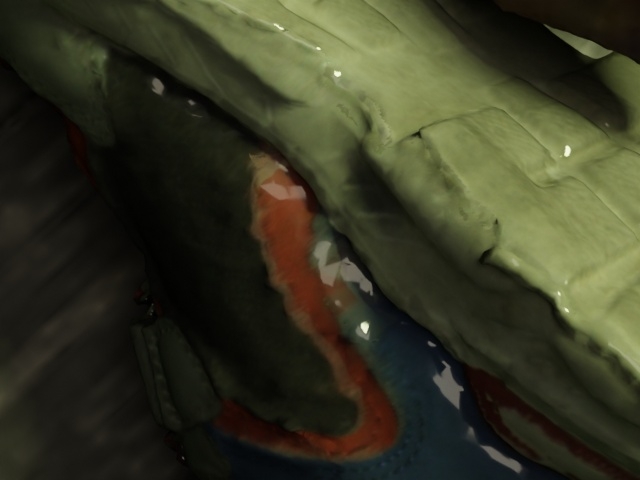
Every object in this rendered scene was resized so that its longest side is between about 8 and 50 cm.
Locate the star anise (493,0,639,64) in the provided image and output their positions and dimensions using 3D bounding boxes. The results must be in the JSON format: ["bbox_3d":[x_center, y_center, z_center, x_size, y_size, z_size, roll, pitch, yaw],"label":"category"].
[{"bbox_3d":[0.018,-0.118,0.367,0.220,0.099,0.214,-20,57,-43],"label":"star anise"}]

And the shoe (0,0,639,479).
[{"bbox_3d":[0.000,0.000,0.399,0.227,0.125,0.099,39,41,21],"label":"shoe"}]
